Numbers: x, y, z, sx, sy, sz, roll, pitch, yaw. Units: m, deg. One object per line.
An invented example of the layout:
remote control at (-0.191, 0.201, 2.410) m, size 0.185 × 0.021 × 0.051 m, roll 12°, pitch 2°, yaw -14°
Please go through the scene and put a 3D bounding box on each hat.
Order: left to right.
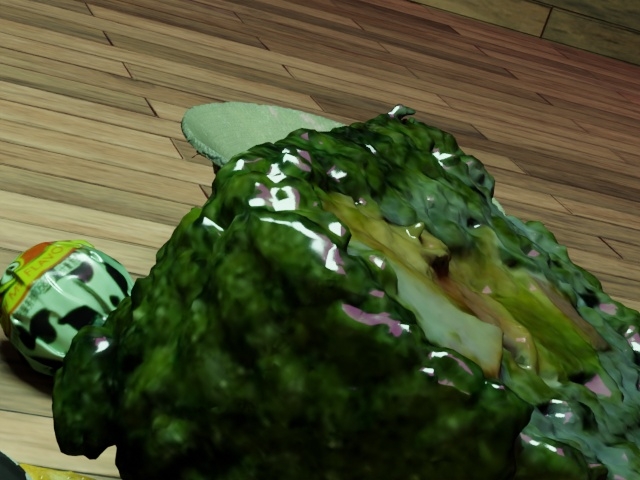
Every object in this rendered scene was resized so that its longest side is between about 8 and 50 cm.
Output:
hat at (0.000, 0.000, 1.210) m, size 0.257 × 0.130 × 0.257 m, roll 18°, pitch 17°, yaw -6°

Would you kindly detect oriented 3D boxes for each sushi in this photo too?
sushi at (0.057, 0.084, 0.867) m, size 0.294 × 0.178 × 0.352 m, roll 43°, pitch 21°, yaw 13°

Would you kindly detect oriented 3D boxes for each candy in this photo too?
candy at (-0.070, 0.099, 0.970) m, size 0.305 × 0.083 × 0.091 m, roll 33°, pitch 4°, yaw 15°

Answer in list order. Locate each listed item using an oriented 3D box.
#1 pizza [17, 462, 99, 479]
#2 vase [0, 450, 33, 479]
pizza at (-0.116, 0.148, 0.796) m, size 0.160 × 0.035 × 0.099 m, roll 17°, pitch 17°, yaw -7°
vase at (-0.133, 0.180, 0.502) m, size 0.165 × 0.165 × 0.360 m, roll 15°, pitch 13°, yaw -14°
